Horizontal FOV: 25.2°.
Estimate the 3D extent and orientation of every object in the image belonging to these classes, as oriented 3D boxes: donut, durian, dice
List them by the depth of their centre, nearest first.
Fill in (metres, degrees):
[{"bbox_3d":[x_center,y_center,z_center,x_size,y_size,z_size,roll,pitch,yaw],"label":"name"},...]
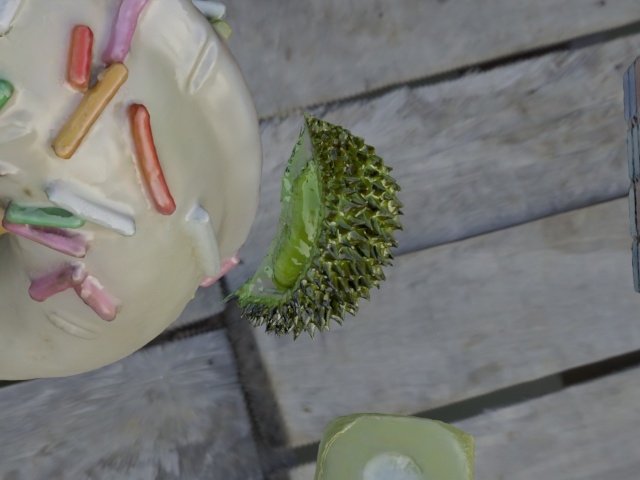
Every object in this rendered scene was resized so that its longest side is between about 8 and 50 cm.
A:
[{"bbox_3d":[-0.213,-0.054,0.744,0.382,0.382,0.142,20,56,-4],"label":"donut"},{"bbox_3d":[0.077,0.290,1.553,0.169,0.169,0.166,7,65,6],"label":"dice"},{"bbox_3d":[0.000,0.000,1.894,0.158,0.352,0.169,-16,50,-40],"label":"durian"}]

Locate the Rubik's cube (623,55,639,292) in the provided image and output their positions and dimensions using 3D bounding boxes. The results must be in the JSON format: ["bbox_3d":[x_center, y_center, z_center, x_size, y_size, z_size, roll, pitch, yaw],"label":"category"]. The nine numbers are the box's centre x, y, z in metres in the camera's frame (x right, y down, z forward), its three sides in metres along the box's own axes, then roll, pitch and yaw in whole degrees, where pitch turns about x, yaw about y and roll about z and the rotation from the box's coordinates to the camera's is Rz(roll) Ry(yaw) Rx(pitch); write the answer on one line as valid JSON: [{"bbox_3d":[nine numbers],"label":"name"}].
[{"bbox_3d":[0.269,-0.041,0.865,0.155,0.154,0.151,-1,89,7],"label":"Rubik's cube"}]
